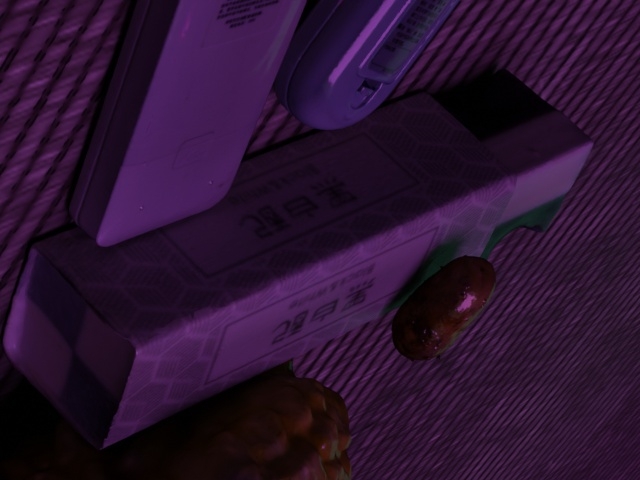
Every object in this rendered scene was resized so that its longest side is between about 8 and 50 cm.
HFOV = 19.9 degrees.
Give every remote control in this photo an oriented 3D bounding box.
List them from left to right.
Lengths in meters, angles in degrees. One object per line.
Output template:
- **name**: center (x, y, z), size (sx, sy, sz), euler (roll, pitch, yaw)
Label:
- **remote control**: center (-0.057, -0.101, 0.934), size (0.103, 0.034, 0.250), euler (-23, 149, -41)
- **remote control**: center (0.062, -0.161, 1.014), size (0.244, 0.047, 0.087), euler (-53, 152, 16)

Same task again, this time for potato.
- **potato**: center (0.076, 0.042, 1.145), size (0.083, 0.040, 0.051), euler (-50, 167, 21)

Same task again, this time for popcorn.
- **popcorn**: center (-0.099, 0.172, 1.086), size (0.286, 0.225, 0.174), euler (-24, 111, -32)

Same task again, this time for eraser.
- **eraser**: center (0.000, 0.000, 1.121), size (0.404, 0.096, 0.098), euler (-23, 148, -40)
